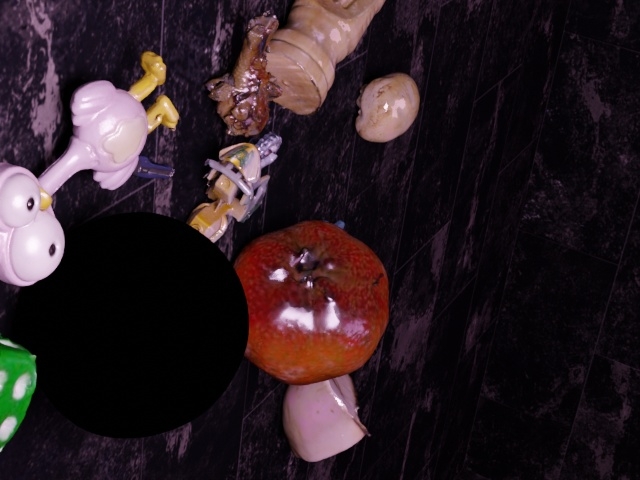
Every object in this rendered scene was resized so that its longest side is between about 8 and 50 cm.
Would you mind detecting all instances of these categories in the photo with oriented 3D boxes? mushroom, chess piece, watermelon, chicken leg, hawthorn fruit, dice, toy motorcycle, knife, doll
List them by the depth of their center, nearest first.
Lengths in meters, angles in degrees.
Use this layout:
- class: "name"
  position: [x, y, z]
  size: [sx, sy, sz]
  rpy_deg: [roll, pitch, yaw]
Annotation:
- class: "dice"
  position: [-0.408, 0.165, 1.359]
  size: [0.120, 0.131, 0.128]
  rpy_deg: [17, 92, -68]
- class: "doll"
  position: [-0.307, -0.081, 1.428]
  size: [0.365, 0.094, 0.160]
  rpy_deg: [-54, 151, -34]
- class: "watermelon"
  position: [-0.234, 0.105, 1.520]
  size: [0.285, 0.285, 0.285]
  rpy_deg: [-49, 151, -40]
- class: "knife"
  position: [-0.238, -0.102, 1.669]
  size: [0.121, 0.018, 0.031]
  rpy_deg: [5, 107, -69]
- class: "chicken leg"
  position: [-0.109, -0.238, 1.740]
  size: [0.125, 0.080, 0.196]
  rpy_deg: [-44, 153, -25]
- class: "toy motorcycle"
  position: [-0.145, -0.072, 1.798]
  size: [0.229, 0.094, 0.130]
  rpy_deg: [-53, 173, 13]
- class: "chess piece"
  position: [0.015, -0.348, 1.885]
  size: [0.301, 0.137, 0.137]
  rpy_deg: [-56, 155, -26]
- class: "hawthorn fruit"
  position: [-0.033, 0.126, 2.063]
  size: [0.284, 0.285, 0.369]
  rpy_deg: [-59, 179, -23]
- class: "mushroom"
  position: [0.124, -0.252, 2.251]
  size: [0.148, 0.112, 0.148]
  rpy_deg: [-48, 152, -37]
- class: "mushroom"
  position: [-0.027, 0.330, 2.442]
  size: [0.162, 0.173, 0.236]
  rpy_deg: [54, 7, -23]

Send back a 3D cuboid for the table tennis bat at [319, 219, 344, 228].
- class: "table tennis bat"
  position: [0.000, 0.000, 2.318]
  size: [0.155, 0.019, 0.100]
  rpy_deg: [-37, 141, -49]
